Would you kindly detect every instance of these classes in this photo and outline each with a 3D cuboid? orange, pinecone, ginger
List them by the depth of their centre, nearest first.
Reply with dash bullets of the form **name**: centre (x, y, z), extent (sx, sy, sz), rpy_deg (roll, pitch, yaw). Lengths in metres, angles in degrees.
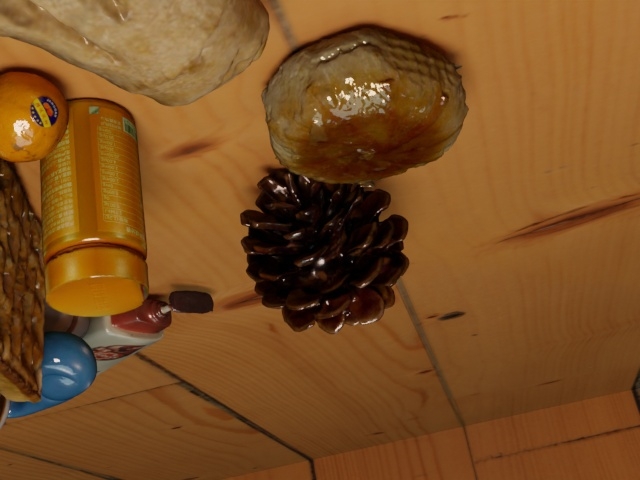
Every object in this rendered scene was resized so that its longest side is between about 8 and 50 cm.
- **ginger**: centre (-0.180, -0.187, 0.568), extent (0.354, 0.126, 0.190), rpy_deg (8, 155, -37)
- **orange**: centre (-0.268, -0.110, 0.748), extent (0.084, 0.083, 0.083), rpy_deg (-9, 155, -4)
- **pinecone**: centre (0.000, 0.000, 0.962), extent (0.208, 0.207, 0.207), rpy_deg (-9, 155, -4)

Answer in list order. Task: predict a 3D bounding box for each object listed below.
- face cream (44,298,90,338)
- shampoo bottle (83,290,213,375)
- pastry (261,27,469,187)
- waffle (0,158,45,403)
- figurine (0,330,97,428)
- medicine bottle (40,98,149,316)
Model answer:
- **face cream**: centre (-0.366, 0.106, 1.151), extent (0.091, 0.091, 0.095), rpy_deg (-12, 163, 4)
- **shampoo bottle**: centre (-0.299, 0.136, 1.259), extent (0.284, 0.071, 0.153), rpy_deg (-23, 154, 27)
- **pastry**: centre (0.042, -0.123, 0.827), extent (0.193, 0.093, 0.182), rpy_deg (6, 153, -32)
- **waffle**: centre (-0.353, 0.028, 0.845), extent (0.091, 0.212, 0.308), rpy_deg (-2, 155, -7)
- **figurine**: centre (-0.502, 0.187, 1.025), extent (0.417, 0.297, 0.243), rpy_deg (11, 138, -23)
- **medicine bottle**: centre (-0.217, -0.033, 0.798), extent (0.096, 0.191, 0.096), rpy_deg (-9, 156, -4)
